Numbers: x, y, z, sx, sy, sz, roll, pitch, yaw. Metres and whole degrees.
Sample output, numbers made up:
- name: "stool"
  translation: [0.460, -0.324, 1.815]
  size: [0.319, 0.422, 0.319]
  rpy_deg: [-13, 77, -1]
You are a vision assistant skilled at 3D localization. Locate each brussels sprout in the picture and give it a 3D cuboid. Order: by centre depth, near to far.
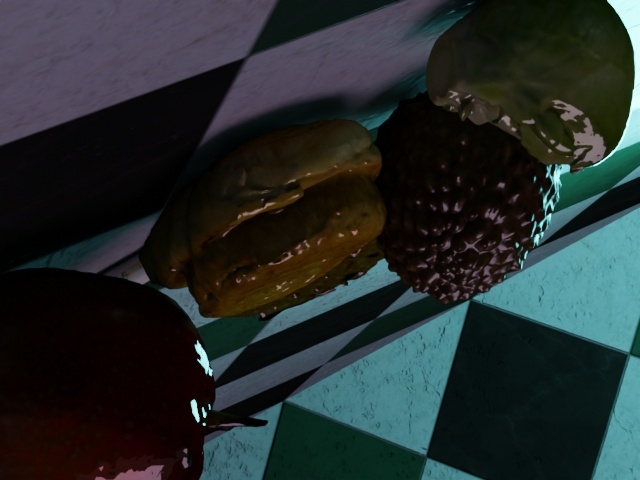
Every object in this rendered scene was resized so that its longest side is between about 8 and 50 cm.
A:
- name: "brussels sprout"
  translation: [0.180, -0.143, 1.395]
  size: [0.183, 0.145, 0.131]
  rpy_deg: [27, 171, -26]

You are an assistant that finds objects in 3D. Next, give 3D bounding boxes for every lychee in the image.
- name: "lychee"
  translation: [0.132, -0.060, 1.575]
  size: [0.200, 0.238, 0.200]
  rpy_deg: [16, 175, 2]

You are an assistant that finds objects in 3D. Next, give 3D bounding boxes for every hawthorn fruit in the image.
- name: "hawthorn fruit"
  translation: [-0.193, 0.153, 1.518]
  size: [0.300, 0.254, 0.254]
  rpy_deg: [9, 156, -21]

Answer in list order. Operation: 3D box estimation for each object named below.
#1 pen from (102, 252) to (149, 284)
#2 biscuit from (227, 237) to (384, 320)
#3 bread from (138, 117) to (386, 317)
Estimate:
- name: "pen"
  translation: [-0.213, 0.049, 1.691]
  size: [0.269, 0.033, 0.033]
  rpy_deg: [-29, 170, 16]
- name: "biscuit"
  translation: [-0.001, -0.001, 1.840]
  size: [0.296, 0.075, 0.296]
  rpy_deg: [-24, 167, -6]
- name: "bread"
  translation: [-0.046, -0.019, 1.503]
  size: [0.198, 0.120, 0.236]
  rpy_deg: [-21, 170, -38]
